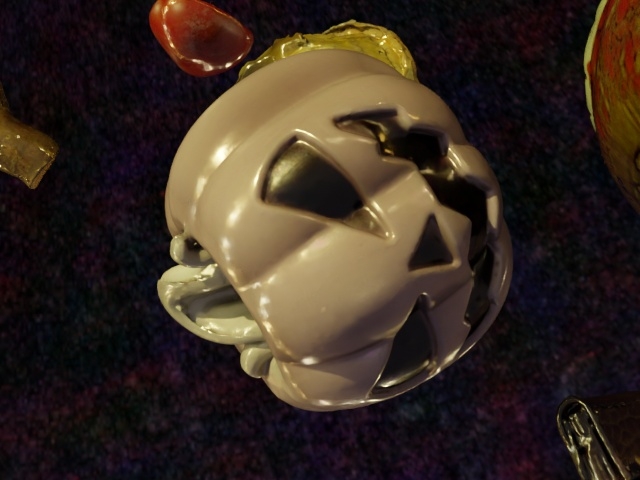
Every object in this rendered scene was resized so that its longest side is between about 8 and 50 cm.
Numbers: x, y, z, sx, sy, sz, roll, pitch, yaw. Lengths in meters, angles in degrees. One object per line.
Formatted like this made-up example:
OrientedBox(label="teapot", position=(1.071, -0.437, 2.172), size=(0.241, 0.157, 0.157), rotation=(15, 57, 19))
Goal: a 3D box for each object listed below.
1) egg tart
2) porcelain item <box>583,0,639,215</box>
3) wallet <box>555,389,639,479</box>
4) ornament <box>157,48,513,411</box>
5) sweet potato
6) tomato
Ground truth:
OrientedBox(label="egg tart", position=(-0.022, -0.161, 1.495), size=(0.345, 0.345, 0.132), rotation=(-44, 137, 19))
OrientedBox(label="porcelain item", position=(0.248, -0.089, 0.473), size=(0.253, 0.253, 0.253), rotation=(-8, 129, -10))
OrientedBox(label="wallet", position=(0.230, 0.147, 0.646), size=(0.039, 0.132, 0.243), rotation=(-31, 158, 33))
OrientedBox(label="ornament", position=(0.000, 0.001, 0.540), size=(0.177, 0.177, 0.177), rotation=(-8, 129, -10))
OrientedBox(label="sweet potato", position=(-0.464, -0.184, 1.555), size=(0.112, 0.286, 0.085), rotation=(-24, 150, -16))
OrientedBox(label="tomato", position=(-0.208, -0.321, 1.768), size=(0.174, 0.082, 0.166), rotation=(27, 161, -35))
